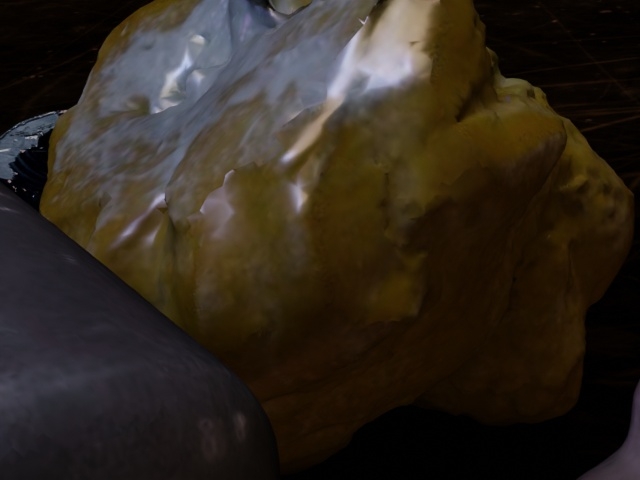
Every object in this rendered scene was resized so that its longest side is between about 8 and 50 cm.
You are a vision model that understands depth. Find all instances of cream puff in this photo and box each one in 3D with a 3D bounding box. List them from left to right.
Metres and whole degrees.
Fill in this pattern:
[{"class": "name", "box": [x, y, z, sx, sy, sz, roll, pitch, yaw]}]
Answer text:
[{"class": "cream puff", "box": [-0.001, 0.006, 0.802, 0.274, 0.270, 0.323, -44, 27, -2]}]

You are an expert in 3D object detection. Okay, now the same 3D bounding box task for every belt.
[{"class": "belt", "box": [-0.155, -0.034, 1.096, 0.151, 0.078, 0.198, -26, 31, -33]}]

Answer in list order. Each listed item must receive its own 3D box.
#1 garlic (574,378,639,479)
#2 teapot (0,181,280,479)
[{"class": "garlic", "box": [0.201, 0.127, 0.568, 0.237, 0.210, 0.292, 24, 6, -24]}, {"class": "teapot", "box": [-0.183, 0.041, 0.560, 0.253, 0.300, 0.344, -36, 67, 1]}]
